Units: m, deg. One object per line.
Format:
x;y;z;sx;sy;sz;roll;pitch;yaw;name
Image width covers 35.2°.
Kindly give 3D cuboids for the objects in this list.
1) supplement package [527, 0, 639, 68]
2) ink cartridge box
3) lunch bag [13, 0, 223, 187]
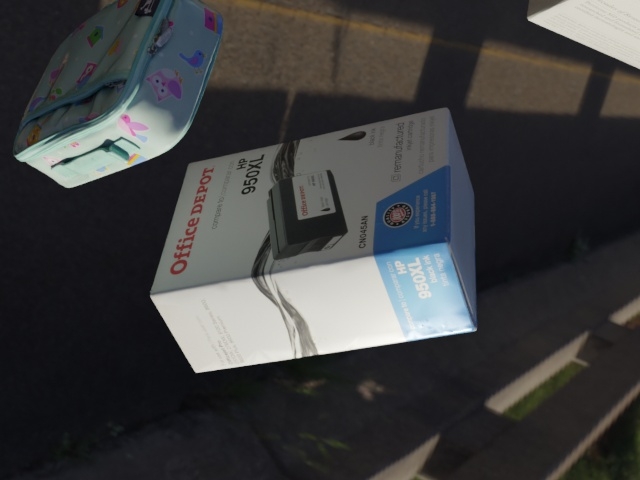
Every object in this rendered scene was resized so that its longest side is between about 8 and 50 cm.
0.316;-0.247;0.720;0.175;0.293;0.178;17;78;-23;supplement package
0.000;0.000;1.362;0.286;0.394;0.166;-82;156;-48;ink cartridge box
-0.245;-0.181;1.202;0.108;0.279;0.224;37;56;-31;lunch bag
